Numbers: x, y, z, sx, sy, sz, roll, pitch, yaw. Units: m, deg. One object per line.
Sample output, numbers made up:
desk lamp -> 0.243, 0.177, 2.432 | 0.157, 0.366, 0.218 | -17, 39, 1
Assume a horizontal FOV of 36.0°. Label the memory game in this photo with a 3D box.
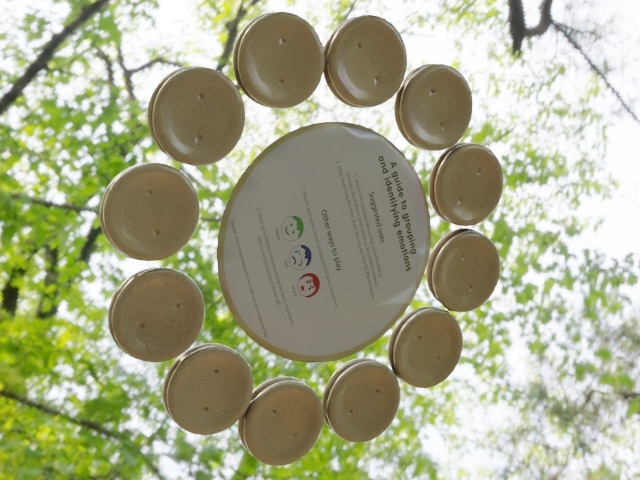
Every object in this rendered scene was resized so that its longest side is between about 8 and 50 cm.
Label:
memory game -> 0.000, 0.000, 0.398 | 0.012, 0.186, 0.186 | 20, -43, 59
